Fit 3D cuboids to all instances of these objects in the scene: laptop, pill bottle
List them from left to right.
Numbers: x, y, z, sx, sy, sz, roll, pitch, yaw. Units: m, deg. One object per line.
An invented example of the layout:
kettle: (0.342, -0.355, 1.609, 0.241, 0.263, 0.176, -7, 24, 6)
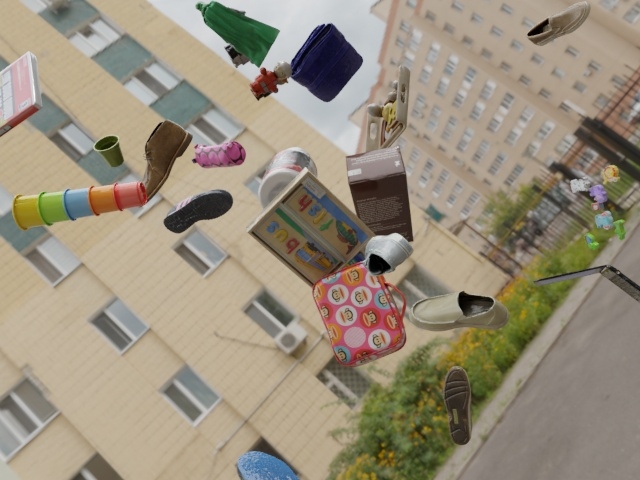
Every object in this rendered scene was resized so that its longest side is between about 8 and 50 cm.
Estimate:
pill bottle: (-0.101, -0.206, 2.008, 0.176, 0.176, 0.318, -57, 11, 24)
laptop: (0.655, 0.136, 1.387, 0.136, 0.264, 0.234, -51, -21, 10)

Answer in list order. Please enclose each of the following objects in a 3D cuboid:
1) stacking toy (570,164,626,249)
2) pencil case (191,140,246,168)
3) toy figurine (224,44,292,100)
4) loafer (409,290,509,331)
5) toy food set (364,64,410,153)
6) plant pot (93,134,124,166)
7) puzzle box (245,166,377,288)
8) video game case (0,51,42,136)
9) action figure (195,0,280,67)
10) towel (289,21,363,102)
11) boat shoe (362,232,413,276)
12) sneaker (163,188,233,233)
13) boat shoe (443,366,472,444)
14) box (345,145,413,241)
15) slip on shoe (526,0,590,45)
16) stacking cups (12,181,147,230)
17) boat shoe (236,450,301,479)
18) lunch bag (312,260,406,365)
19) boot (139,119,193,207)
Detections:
stacking toy: (0.809, -0.094, 1.699, 0.167, 0.221, 0.052, -16, 3, -31)
pencil case: (-0.358, -0.304, 2.084, 0.095, 0.209, 0.098, -48, -56, -35)
toy figurine: (-0.192, -0.570, 1.903, 0.148, 0.213, 0.209, -34, 6, 1)
loafer: (0.367, 0.183, 1.603, 0.092, 0.269, 0.102, 63, -148, -41)
toy food set: (0.236, -0.468, 2.175, 0.306, 0.092, 0.219, 134, 144, -67)
plant pot: (-0.657, -0.275, 1.862, 0.083, 0.083, 0.079, -43, -40, -27)
puzzle box: (0.000, 0.000, 1.880, 0.272, 0.409, 0.052, -45, 23, 8)
video game case: (-0.804, -0.319, 1.450, 0.285, 0.204, 0.025, -31, -33, 11)
action figure: (-0.240, -0.595, 1.643, 0.137, 0.232, 0.063, -50, 20, 38)
towel: (0.018, -0.633, 2.123, 0.227, 0.076, 0.308, -48, -23, 13)
boat shoe: (0.134, 0.039, 1.350, 0.081, 0.079, 0.227, -43, 2, -15)
sneaker: (-0.432, -0.134, 2.138, 0.319, 0.112, 0.131, -18, 34, 30)
boat shoe: (0.348, 0.406, 1.479, 0.072, 0.068, 0.190, 0, -91, -59)
box: (0.211, -0.139, 2.075, 0.191, 0.143, 0.381, -10, -36, 6)
slip on shoe: (0.490, -0.451, 1.229, 0.041, 0.051, 0.135, 11, -15, -30)
stacking cups: (-0.604, -0.089, 1.510, 0.316, 0.096, 0.096, -7, -20, -2)
boat shoe: (-0.073, 0.520, 1.166, 0.109, 0.258, 0.089, -20, -53, -43)
lunch bag: (0.133, 0.215, 1.800, 0.258, 0.293, 0.120, -24, -22, 10)
boot: (-0.538, -0.251, 1.911, 0.115, 0.112, 0.305, 38, -111, -36)
